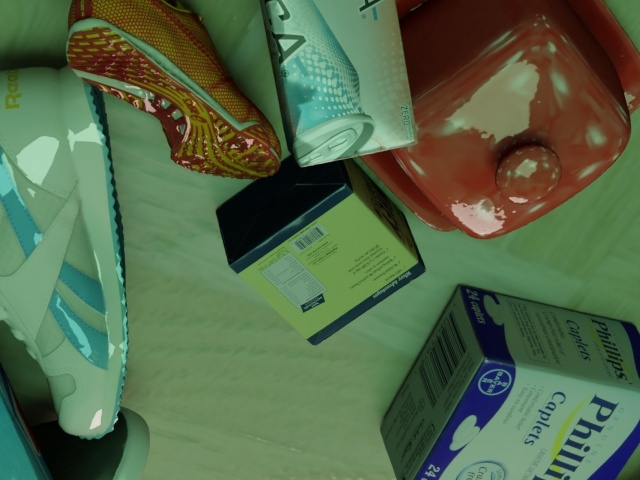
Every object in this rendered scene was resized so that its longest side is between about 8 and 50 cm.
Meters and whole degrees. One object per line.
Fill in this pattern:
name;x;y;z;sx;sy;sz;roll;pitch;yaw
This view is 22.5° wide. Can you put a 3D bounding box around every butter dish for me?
butter dish;0.097;-0.063;0.861;0.160;0.118;0.160;-35;126;13

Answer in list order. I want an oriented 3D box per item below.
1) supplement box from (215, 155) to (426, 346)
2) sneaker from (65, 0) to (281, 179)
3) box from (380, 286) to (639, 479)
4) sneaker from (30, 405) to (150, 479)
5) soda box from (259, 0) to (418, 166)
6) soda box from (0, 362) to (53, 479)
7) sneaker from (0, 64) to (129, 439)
supplement box;0.000;0.000;0.925;0.083;0.056;0.083;-35;126;13
sneaker;-0.067;-0.086;0.843;0.064;0.067;0.175;-6;150;24
box;0.128;0.110;1.029;0.137;0.072;0.126;12;123;-22
sneaker;-0.251;0.160;0.955;0.296;0.104;0.147;-29;133;14
soda box;0.000;-0.132;0.779;0.063;0.058;0.183;-11;102;-4
soda box;-0.198;0.109;0.885;0.071;0.067;0.210;-24;96;-5
sneaker;-0.153;0.010;0.884;0.092;0.087;0.228;-7;119;-6
